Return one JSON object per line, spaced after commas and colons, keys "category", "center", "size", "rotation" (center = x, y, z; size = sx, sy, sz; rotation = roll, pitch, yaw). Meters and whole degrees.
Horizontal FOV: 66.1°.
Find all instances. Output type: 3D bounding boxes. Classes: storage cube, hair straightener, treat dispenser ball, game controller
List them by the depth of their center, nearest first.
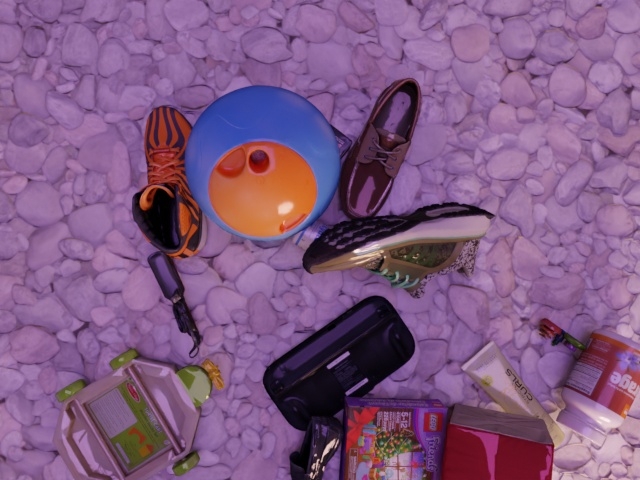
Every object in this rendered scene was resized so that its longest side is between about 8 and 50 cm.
{"category": "treat dispenser ball", "center": [-0.106, -0.142, 0.925], "size": [0.289, 0.288, 0.287], "rotation": [0, 86, -3]}
{"category": "storage cube", "center": [0.331, 0.439, 0.934], "size": [0.184, 0.215, 0.192], "rotation": [5, 85, 20]}
{"category": "hair straightener", "center": [-0.295, 0.130, 0.994], "size": [0.047, 0.089, 0.230], "rotation": [-19, 88, -6]}
{"category": "game controller", "center": [0.043, 0.257, 1.029], "size": [0.319, 0.067, 0.166], "rotation": [-34, 103, -4]}

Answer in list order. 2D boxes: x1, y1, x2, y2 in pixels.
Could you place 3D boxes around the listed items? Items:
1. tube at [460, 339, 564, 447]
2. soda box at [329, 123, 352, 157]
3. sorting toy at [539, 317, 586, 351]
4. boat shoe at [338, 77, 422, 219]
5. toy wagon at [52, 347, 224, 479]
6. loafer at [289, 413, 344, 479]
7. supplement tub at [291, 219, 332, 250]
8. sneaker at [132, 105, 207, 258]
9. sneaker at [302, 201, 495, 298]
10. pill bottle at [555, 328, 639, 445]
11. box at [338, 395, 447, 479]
{"category": "tube", "center": [0.409, 0.333, 1.040], "size": [0.240, 0.062, 0.070], "rotation": [51, 45, 6]}
{"category": "soda box", "center": [-0.015, -0.236, 1.053], "size": [0.169, 0.053, 0.060], "rotation": [37, 85, -1]}
{"category": "sorting toy", "center": [0.510, 0.211, 1.052], "size": [0.102, 0.061, 0.042], "rotation": [39, 99, 27]}
{"category": "boat shoe", "center": [0.125, -0.195, 1.027], "size": [0.123, 0.116, 0.323], "rotation": [19, 85, -2]}
{"category": "toy wagon", "center": [-0.347, 0.352, 0.988], "size": [0.345, 0.068, 0.267], "rotation": [-31, 89, -6]}
{"category": "loafer", "center": [-0.030, 0.449, 0.983], "size": [0.078, 0.076, 0.223], "rotation": [22, 94, -19]}
{"category": "supplement tub", "center": [0.000, 0.000, 1.030], "size": [0.107, 0.071, 0.070], "rotation": [30, 85, -1]}
{"category": "sneaker", "center": [-0.294, -0.125, 0.963], "size": [0.125, 0.180, 0.320], "rotation": [-12, 87, 0]}
{"category": "sneaker", "center": [0.167, 0.043, 0.977], "size": [0.411, 0.158, 0.181], "rotation": [-11, 106, -18]}
{"category": "pill bottle", "center": [0.582, 0.304, 1.019], "size": [0.121, 0.121, 0.216], "rotation": [30, 85, -1]}
{"category": "box", "center": [0.141, 0.468, 0.994], "size": [0.201, 0.057, 0.292], "rotation": [3, 93, -6]}
